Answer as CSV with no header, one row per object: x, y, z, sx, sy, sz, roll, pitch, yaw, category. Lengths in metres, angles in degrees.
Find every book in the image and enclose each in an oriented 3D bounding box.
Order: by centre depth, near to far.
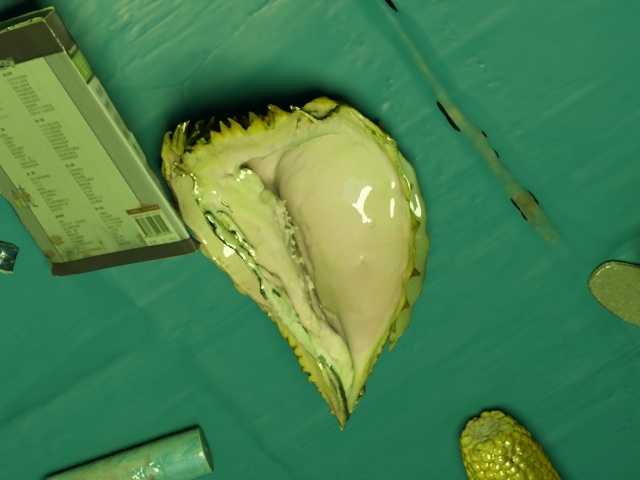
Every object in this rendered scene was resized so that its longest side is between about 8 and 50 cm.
-0.211,-0.071,1.105,0.157,0.026,0.231,-10,125,32,book

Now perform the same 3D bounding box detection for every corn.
0.217,0.280,1.410,0.091,0.091,0.260,-35,121,-5,corn

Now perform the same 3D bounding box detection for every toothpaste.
-0.301,0.006,1.187,0.083,0.019,0.027,19,99,-25,toothpaste

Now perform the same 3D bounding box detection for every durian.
0.001,-0.015,1.159,0.195,0.185,0.305,-42,116,-14,durian

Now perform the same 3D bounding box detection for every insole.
0.337,0.070,1.347,0.192,0.010,0.063,31,113,-26,insole

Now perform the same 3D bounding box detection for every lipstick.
-0.184,0.225,1.326,0.157,0.048,0.048,-18,123,2,lipstick
